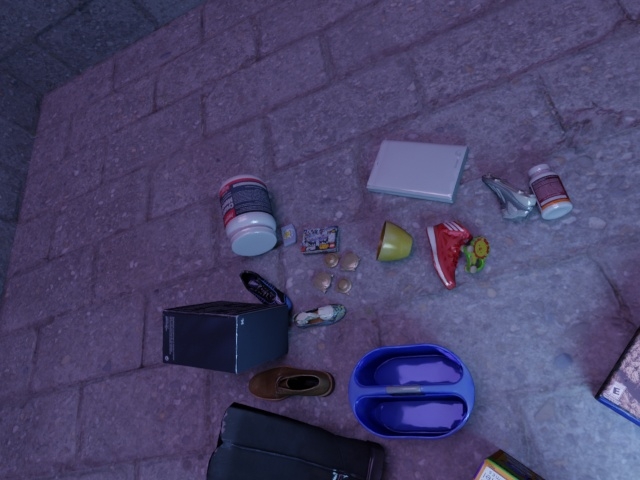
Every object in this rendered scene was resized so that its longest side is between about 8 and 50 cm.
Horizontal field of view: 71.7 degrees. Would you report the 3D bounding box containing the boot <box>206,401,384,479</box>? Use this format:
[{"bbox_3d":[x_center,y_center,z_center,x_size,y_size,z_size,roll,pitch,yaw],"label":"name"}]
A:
[{"bbox_3d":[-0.086,0.663,1.163,0.446,0.146,0.366,18,63,-6],"label":"boot"}]

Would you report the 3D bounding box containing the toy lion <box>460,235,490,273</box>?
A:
[{"bbox_3d":[0.469,0.040,1.325,0.034,0.096,0.100,4,107,65],"label":"toy lion"}]

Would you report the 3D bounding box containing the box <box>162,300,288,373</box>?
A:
[{"bbox_3d":[-0.302,0.303,1.448,0.294,0.296,0.182,-2,88,27],"label":"box"}]

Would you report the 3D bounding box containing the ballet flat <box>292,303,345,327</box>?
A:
[{"bbox_3d":[-0.010,0.252,1.480,0.189,0.070,0.070,-21,61,18],"label":"ballet flat"}]

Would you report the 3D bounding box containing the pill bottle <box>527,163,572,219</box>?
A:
[{"bbox_3d":[0.664,-0.145,1.294,0.086,0.086,0.151,-19,62,19],"label":"pill bottle"}]

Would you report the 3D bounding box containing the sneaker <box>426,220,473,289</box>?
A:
[{"bbox_3d":[0.407,0.033,1.348,0.128,0.087,0.221,-21,62,21],"label":"sneaker"}]

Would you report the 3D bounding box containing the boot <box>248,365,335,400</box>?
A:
[{"bbox_3d":[-0.116,0.453,1.420,0.306,0.115,0.112,-11,66,24],"label":"boot"}]

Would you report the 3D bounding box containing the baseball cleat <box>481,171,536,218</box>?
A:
[{"bbox_3d":[0.557,-0.131,1.352,0.206,0.072,0.109,-128,45,-54],"label":"baseball cleat"}]

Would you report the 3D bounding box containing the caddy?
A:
[{"bbox_3d":[0.248,0.412,1.213,0.342,0.179,0.241,-11,66,23],"label":"caddy"}]

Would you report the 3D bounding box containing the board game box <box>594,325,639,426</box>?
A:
[{"bbox_3d":[0.814,0.304,0.993,0.232,0.141,0.291,32,86,33],"label":"board game box"}]

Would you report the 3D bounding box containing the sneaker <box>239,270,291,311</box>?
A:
[{"bbox_3d":[-0.205,0.185,1.591,0.232,0.090,0.081,32,85,34],"label":"sneaker"}]

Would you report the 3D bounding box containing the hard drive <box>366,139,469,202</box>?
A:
[{"bbox_3d":[0.332,-0.246,1.535,0.308,0.040,0.202,12,75,31],"label":"hard drive"}]

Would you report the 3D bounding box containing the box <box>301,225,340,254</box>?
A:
[{"bbox_3d":[0.000,0.000,1.600,0.137,0.027,0.093,-8,60,24],"label":"box"}]

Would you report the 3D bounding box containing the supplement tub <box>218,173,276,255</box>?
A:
[{"bbox_3d":[-0.276,-0.098,1.689,0.191,0.191,0.272,-26,59,15],"label":"supplement tub"}]

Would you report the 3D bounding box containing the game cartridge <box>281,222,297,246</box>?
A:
[{"bbox_3d":[-0.118,-0.023,1.682,0.056,0.017,0.083,-21,61,13],"label":"game cartridge"}]

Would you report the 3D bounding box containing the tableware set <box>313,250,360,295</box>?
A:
[{"bbox_3d":[0.056,0.109,1.534,0.141,0.020,0.168,13,74,30],"label":"tableware set"}]

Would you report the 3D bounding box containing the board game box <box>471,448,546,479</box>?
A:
[{"bbox_3d":[0.428,0.697,0.891,0.357,0.356,0.356,29,85,33],"label":"board game box"}]

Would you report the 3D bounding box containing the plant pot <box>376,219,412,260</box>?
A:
[{"bbox_3d":[0.242,0.010,1.431,0.095,0.134,0.134,13,73,2],"label":"plant pot"}]
